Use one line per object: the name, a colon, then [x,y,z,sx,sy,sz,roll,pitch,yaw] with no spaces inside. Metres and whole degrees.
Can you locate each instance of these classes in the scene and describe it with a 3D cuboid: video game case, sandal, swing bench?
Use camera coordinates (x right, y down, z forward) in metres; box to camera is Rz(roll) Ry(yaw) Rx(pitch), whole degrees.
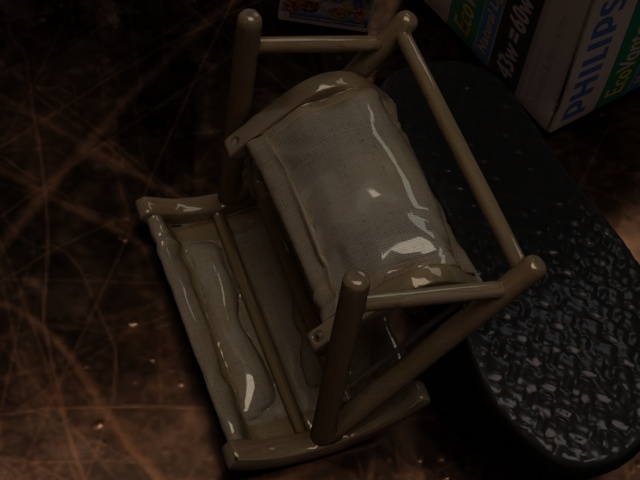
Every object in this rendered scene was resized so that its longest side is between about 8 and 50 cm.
video game case: [0.011,-0.237,1.393,0.087,0.122,0.011,7,56,-5]
sandal: [0.162,0.024,1.275,0.168,0.107,0.445,-7,46,-12]
swing bench: [0.000,0.000,1.173,0.165,0.254,0.253,-4,56,-31]

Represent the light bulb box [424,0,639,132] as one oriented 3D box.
light bulb box: [0.308,-0.341,1.371,0.361,0.358,0.225,-27,63,-23]
